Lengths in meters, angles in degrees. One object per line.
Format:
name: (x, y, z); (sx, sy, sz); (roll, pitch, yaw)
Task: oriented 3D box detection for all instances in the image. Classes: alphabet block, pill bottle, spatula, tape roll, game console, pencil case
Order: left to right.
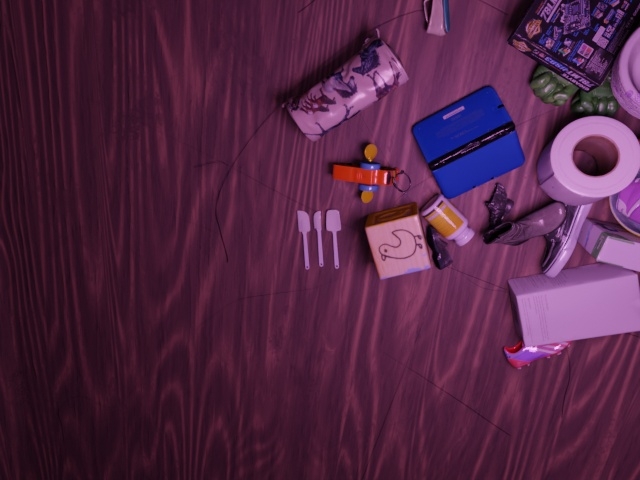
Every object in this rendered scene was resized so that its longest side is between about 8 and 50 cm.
spatula: (0.000, 0.000, 1.752); (0.168, 0.019, 0.242); (-1, 107, 10)
pencil case: (0.073, -0.495, 1.502); (0.410, 0.160, 0.184); (-30, 91, 18)
alphabet block: (0.276, -0.002, 1.609); (0.192, 0.193, 0.197); (-15, 104, 13)
pill bottle: (0.451, -0.068, 1.601); (0.184, 0.103, 0.103); (44, 110, -5)
game console: (0.503, -0.326, 1.549); (0.293, 0.173, 0.250); (-26, 71, 17)
tape roll: (0.818, -0.239, 1.402); (0.246, 0.169, 0.246); (-1, 85, 11)

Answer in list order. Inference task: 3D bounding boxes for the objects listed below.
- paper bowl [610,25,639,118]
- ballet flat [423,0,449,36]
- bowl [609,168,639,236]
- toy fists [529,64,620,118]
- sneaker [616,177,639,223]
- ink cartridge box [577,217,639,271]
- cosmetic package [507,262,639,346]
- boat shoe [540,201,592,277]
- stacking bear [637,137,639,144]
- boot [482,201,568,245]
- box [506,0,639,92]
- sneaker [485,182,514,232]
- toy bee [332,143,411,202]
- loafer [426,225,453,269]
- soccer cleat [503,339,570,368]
paper bowl: (0.951, -0.457, 1.227); (0.284, 0.148, 0.284); (-1, 86, 19)
ballet flat: (0.361, -0.768, 1.407); (0.086, 0.086, 0.249); (2, 109, 10)
bowl: (1.085, -0.117, 1.424); (0.289, 0.289, 0.156); (-43, 139, 20)
toy fists: (0.799, -0.471, 1.411); (0.279, 0.096, 0.142); (22, 111, 1)
sneaker: (1.004, -0.187, 1.349); (0.102, 0.161, 0.282); (27, 104, -42)
ink cartridge box: (0.950, 0.008, 1.476); (0.154, 0.212, 0.093); (14, 110, 6)
cosmetic package: (0.884, 0.221, 1.592); (0.384, 0.156, 0.217); (-11, 106, 13)
boat shoe: (0.811, -0.042, 1.551); (0.119, 0.121, 0.335); (19, 99, 11)
stacking bear: (1.045, -0.426, 1.352); (0.164, 0.175, 0.289); (-6, 98, -16)
boot: (0.672, -0.045, 1.498); (0.246, 0.161, 0.084); (-42, 57, 46)
box: (0.752, -0.638, 1.328); (0.293, 0.073, 0.296); (31, 89, 2)
sneaker: (0.608, -0.108, 1.590); (0.089, 0.051, 0.170); (29, 106, 0)
toy bee: (0.198, -0.217, 1.592); (0.298, 0.162, 0.195); (37, 121, 23)
loafer: (0.436, 0.020, 1.664); (0.061, 0.062, 0.170); (-22, 107, -6)
soccer cleat: (0.815, 0.394, 1.702); (0.248, 0.083, 0.095); (-34, 95, 21)
